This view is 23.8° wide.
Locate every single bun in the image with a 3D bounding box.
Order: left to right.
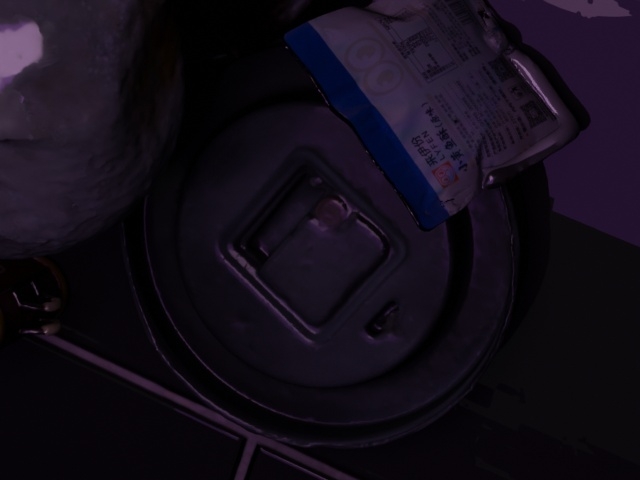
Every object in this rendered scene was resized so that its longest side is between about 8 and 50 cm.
[{"bbox_3d":[-0.256,-0.143,1.006,0.362,0.211,0.361,14,122,23],"label":"bun"}]

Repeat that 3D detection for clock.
[{"bbox_3d":[0.000,0.000,1.172,0.325,0.067,0.325,5,105,19],"label":"clock"}]

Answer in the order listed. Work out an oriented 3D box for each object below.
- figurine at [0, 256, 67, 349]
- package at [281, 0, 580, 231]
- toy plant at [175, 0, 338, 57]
[{"bbox_3d":[-0.261,0.060,1.234,0.098,0.154,0.082,11,106,14],"label":"figurine"},{"bbox_3d":[0.081,-0.109,1.066,0.171,0.173,0.027,55,149,6],"label":"package"},{"bbox_3d":[-0.036,-0.260,1.079,0.218,0.175,0.235,40,85,-1],"label":"toy plant"}]
